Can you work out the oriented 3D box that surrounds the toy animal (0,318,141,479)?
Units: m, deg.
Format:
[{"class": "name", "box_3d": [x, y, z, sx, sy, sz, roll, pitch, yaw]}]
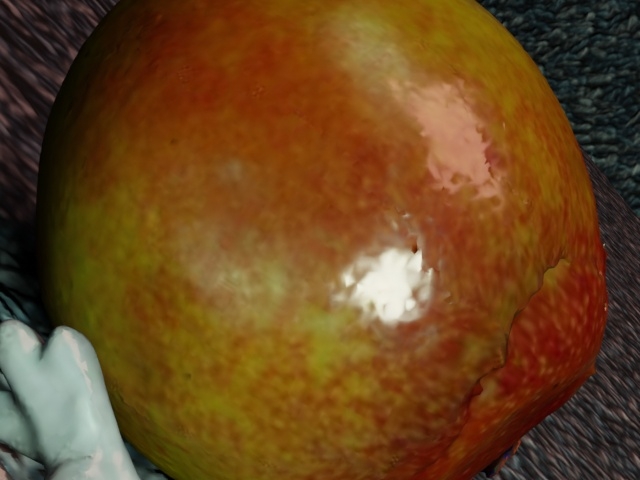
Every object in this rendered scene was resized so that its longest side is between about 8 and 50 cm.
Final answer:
[{"class": "toy animal", "box_3d": [-0.105, 0.088, 0.369, 0.367, 0.081, 0.206, 46, 32, -9]}]

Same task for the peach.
[{"class": "peach", "box_3d": [0.000, 0.000, 0.706, 0.231, 0.231, 0.231, 45, 14, -15]}]
